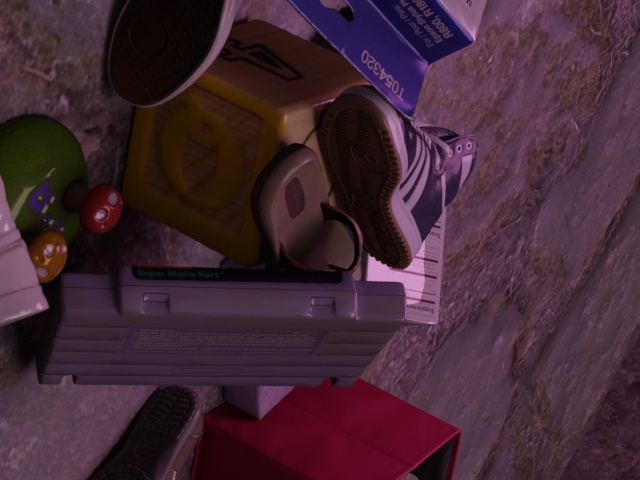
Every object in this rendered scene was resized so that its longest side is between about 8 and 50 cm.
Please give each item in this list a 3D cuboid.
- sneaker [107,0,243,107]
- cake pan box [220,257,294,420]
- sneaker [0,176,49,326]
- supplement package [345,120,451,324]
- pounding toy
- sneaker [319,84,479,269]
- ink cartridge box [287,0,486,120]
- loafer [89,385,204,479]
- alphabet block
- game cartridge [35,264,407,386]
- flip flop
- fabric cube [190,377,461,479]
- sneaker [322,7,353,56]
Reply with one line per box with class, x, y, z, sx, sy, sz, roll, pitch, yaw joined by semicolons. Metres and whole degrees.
sneaker;-0.109;-0.260;1.825;0.290;0.106;0.123;-55;174;21
cake pan box;-0.029;0.070;2.337;0.267;0.070;0.246;-42;144;-38
sneaker;-0.403;0.026;1.593;0.292;0.108;0.169;-17;90;-23
supplement package;0.061;-0.023;2.211;0.134;0.139;0.244;12;80;-42
pounding toy;-0.278;-0.024;1.749;0.237;0.110;0.183;16;99;-64
sneaker;0.089;-0.105;1.925;0.153;0.099;0.282;-52;152;-24
ink cartridge box;0.060;-0.342;1.770;0.324;0.071;0.330;41;52;-37
loafer;-0.212;0.296;2.172;0.251;0.094;0.087;-54;148;-20
alphabet block;-0.073;-0.110;1.954;0.197;0.193;0.192;-26;133;-51
game cartridge;-0.108;0.093;1.889;0.230;0.355;0.068;119;-31;-59
flip flop;0.000;0.000;1.875;0.112;0.080;0.277;-52;154;-21
fabric cube;-0.001;0.345;2.418;0.259;0.258;0.254;-29;137;-49
sneaker;0.094;-0.243;2.249;0.271;0.100;0.108;-27;141;-51
